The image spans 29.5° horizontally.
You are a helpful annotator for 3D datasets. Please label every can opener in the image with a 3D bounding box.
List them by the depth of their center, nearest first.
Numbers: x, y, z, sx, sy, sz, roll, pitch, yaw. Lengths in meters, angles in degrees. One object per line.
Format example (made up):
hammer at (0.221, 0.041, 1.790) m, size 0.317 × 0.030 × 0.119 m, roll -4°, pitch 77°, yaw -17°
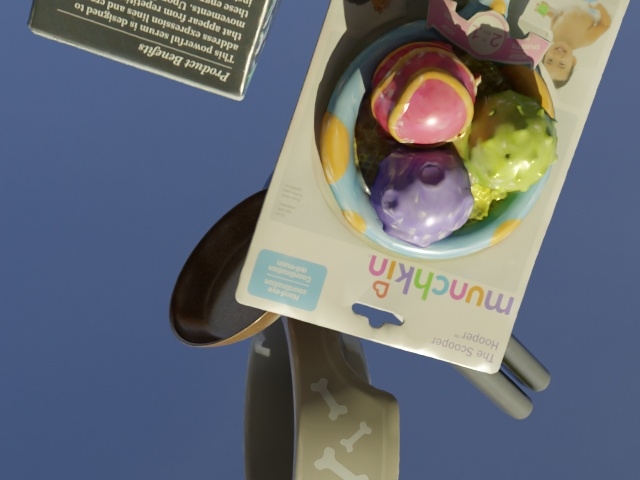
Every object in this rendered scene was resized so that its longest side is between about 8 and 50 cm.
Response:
can opener at (0.158, 0.102, 1.236) m, size 0.093 × 0.280 × 0.074 m, roll 28°, pitch -102°, yaw 46°

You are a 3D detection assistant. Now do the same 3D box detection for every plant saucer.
plant saucer at (-0.069, 0.031, 1.221) m, size 0.198 × 0.036 × 0.199 m, roll -30°, pitch -144°, yaw 24°

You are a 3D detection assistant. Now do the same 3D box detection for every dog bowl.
dog bowl at (-0.011, 0.211, 1.331) m, size 0.102 × 0.349 × 0.349 m, roll 1°, pitch -114°, yaw -13°

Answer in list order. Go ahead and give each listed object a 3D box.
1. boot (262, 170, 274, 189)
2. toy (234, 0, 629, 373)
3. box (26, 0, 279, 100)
boot at (0.000, 0.000, 1.315) m, size 0.106 × 0.082 × 0.219 m, roll -48°, pitch -130°, yaw 9°
toy at (0.064, -0.063, 0.543) m, size 0.136 × 0.056 × 0.237 m, roll 17°, pitch -87°, yaw -13°
box at (-0.095, -0.383, 1.121) m, size 0.212 × 0.395 × 0.293 m, roll 19°, pitch -148°, yaw -4°
